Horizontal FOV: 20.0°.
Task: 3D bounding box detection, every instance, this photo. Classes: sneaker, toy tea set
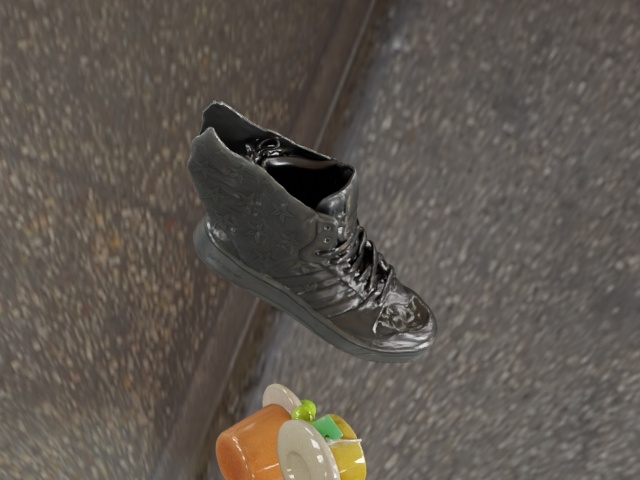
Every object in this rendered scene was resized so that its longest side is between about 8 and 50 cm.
[{"bbox_3d":[0.001,-0.002,0.928,0.170,0.089,0.051,27,44,-11],"label":"sneaker"},{"bbox_3d":[0.047,0.242,1.543,0.124,0.200,0.336,-19,62,-31],"label":"toy tea set"}]
